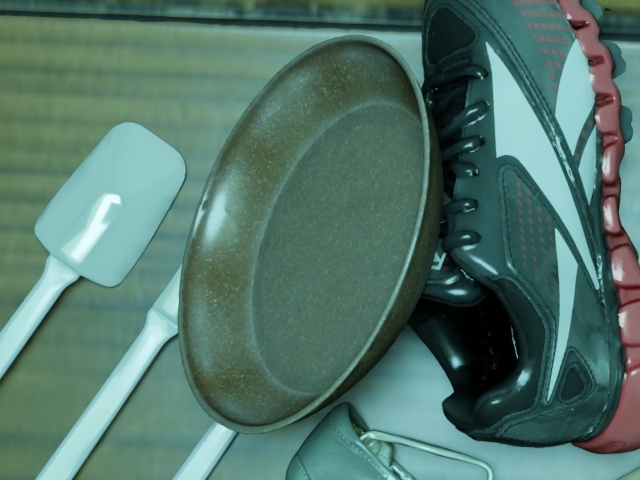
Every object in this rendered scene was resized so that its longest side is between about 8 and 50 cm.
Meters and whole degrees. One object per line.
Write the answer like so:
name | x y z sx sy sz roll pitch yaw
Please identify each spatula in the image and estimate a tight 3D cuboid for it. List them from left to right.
spatula | -0.110 0.077 1.035 0.168 0.019 0.242 36 90 2

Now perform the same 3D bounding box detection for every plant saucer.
plant saucer | 0.000 0.000 0.952 0.036 0.199 0.198 21 86 -33

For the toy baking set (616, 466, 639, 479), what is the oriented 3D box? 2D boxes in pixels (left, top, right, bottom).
toy baking set | 0.276 0.147 0.985 0.256 0.030 0.196 -34 85 2

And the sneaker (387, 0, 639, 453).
sneaker | 0.085 -0.025 0.963 0.135 0.098 0.276 -8 83 -31

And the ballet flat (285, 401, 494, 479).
ballet flat | 0.083 0.151 0.979 0.213 0.072 0.068 31 88 9
